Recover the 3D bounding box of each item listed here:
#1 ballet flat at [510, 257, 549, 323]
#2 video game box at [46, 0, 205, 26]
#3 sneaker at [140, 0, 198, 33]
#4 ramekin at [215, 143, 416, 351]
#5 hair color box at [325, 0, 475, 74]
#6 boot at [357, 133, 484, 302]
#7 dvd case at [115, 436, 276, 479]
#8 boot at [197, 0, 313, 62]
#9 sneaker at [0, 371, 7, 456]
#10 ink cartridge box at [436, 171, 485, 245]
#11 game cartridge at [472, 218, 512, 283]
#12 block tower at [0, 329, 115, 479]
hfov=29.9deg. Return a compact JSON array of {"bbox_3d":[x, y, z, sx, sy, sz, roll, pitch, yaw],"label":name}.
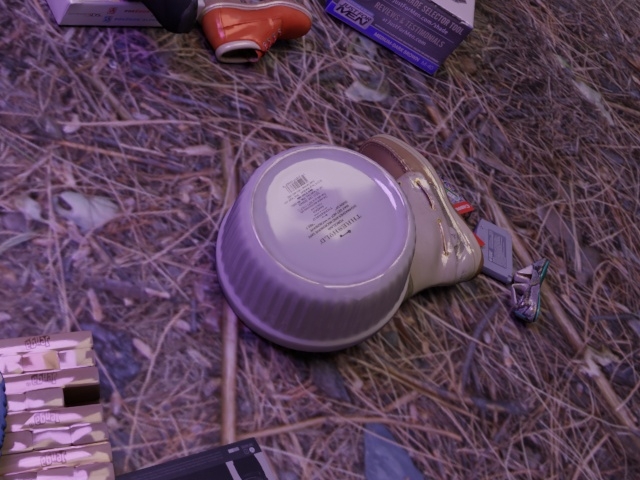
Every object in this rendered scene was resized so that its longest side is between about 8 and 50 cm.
[{"bbox_3d":[0.255,0.055,1.472,0.041,0.041,0.114,34,40,-7],"label":"ballet flat"},{"bbox_3d":[-0.260,-0.342,1.427,0.187,0.048,0.205,-6,58,-42],"label":"video game box"},{"bbox_3d":[-0.235,-0.333,1.348,0.124,0.107,0.283,-15,60,-27],"label":"sneaker"},{"bbox_3d":[0.000,0.000,1.221,0.207,0.109,0.207,5,61,-9],"label":"ramekin"},{"bbox_3d":[0.128,-0.412,1.739,0.185,0.110,0.339,29,40,-15],"label":"hair color box"},{"bbox_3d":[0.074,-0.026,1.379,0.165,0.077,0.213,-18,67,-42],"label":"boot"},{"bbox_3d":[-0.077,0.293,1.013,0.179,0.029,0.238,-8,60,-41],"label":"dvd case"},{"bbox_3d":[-0.073,-0.254,1.488,0.158,0.059,0.084,-6,61,-30],"label":"boot"},{"bbox_3d":[-0.315,0.172,0.836,0.131,0.112,0.296,42,39,-36],"label":"sneaker"},{"bbox_3d":[0.152,-0.036,1.468,0.063,0.029,0.115,-18,57,-45],"label":"ink cartridge box"},{"bbox_3d":[0.214,0.012,1.494,0.056,0.017,0.083,28,42,-19],"label":"game cartridge"},{"bbox_3d":[-0.194,0.236,0.909,0.097,0.091,0.335,-6,56,-13],"label":"block tower"}]
